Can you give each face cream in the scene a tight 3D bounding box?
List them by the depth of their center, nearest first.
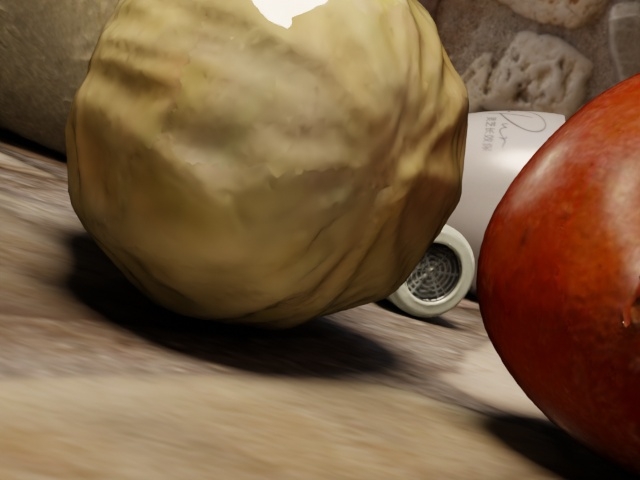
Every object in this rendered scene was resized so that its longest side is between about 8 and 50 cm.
[{"bbox_3d":[0.114,-0.019,1.005,0.104,0.117,0.117,11,5,3],"label":"face cream"}]

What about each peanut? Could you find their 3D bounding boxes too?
[{"bbox_3d":[-0.024,-0.045,0.672,0.152,0.152,0.313,17,2,-10],"label":"peanut"}]

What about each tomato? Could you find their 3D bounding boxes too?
[{"bbox_3d":[0.135,0.015,0.573,0.167,0.167,0.167,18,5,-2],"label":"tomato"}]

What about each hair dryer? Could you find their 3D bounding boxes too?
[{"bbox_3d":[0.000,0.000,0.835,0.137,0.047,0.082,10,8,-17],"label":"hair dryer"}]

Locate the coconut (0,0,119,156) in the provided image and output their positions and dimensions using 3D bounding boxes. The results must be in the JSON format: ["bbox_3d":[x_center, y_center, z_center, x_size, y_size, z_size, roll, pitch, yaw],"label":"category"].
[{"bbox_3d":[-0.141,-0.196,1.088,0.297,0.309,0.297,-3,-25,-1],"label":"coconut"}]
